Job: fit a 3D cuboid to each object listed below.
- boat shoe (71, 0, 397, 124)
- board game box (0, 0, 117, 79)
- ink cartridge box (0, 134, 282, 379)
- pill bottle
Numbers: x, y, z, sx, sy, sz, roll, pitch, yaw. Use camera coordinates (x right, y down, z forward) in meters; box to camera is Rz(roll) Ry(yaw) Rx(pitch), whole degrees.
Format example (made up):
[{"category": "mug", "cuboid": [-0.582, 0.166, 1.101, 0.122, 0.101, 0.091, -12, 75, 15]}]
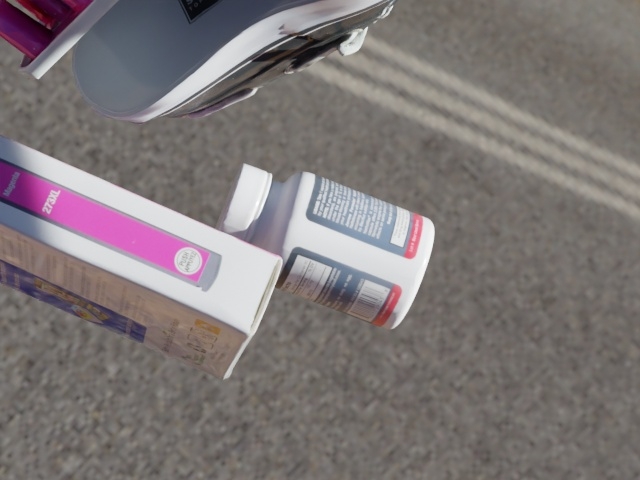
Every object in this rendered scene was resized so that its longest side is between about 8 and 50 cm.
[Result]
[{"category": "boat shoe", "cuboid": [-0.010, -0.159, 0.958, 0.105, 0.306, 0.113, 5, 55, -61]}, {"category": "board game box", "cuboid": [-0.044, -0.326, 0.942, 0.050, 0.390, 0.390, 37, 33, -24]}, {"category": "ink cartridge box", "cuboid": [-0.214, -0.013, 1.056, 0.370, 0.069, 0.176, 22, -17, -3]}, {"category": "pill bottle", "cuboid": [0.000, 0.000, 1.365, 0.180, 0.108, 0.108, 22, 26, -7]}]
